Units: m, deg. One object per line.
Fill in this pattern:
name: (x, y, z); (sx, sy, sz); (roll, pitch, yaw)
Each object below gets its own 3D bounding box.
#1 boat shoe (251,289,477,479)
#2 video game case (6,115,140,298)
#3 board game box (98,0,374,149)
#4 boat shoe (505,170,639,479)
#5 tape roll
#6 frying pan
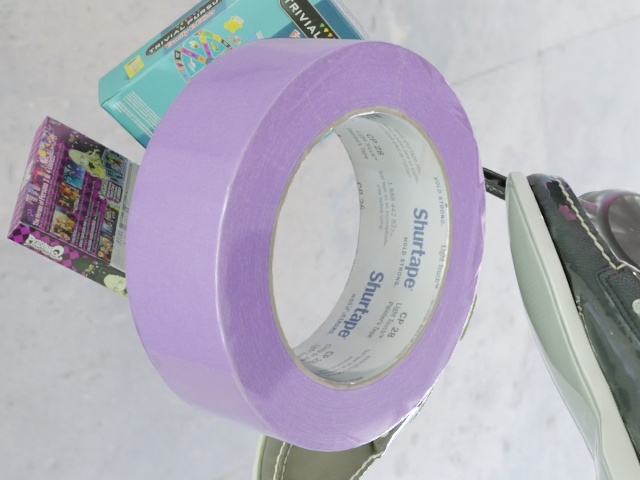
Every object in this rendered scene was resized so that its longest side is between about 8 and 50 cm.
boat shoe: (0.043, 0.128, 1.110); (0.109, 0.091, 0.305); (40, 64, -8)
video game case: (-0.299, -0.041, 1.628); (0.210, 0.042, 0.232); (29, 34, -25)
board game box: (-0.098, -0.220, 1.694); (0.254, 0.336, 0.079); (46, 16, -34)
boat shoe: (0.197, 0.079, 0.777); (0.114, 0.091, 0.302); (76, -2, -64)
tape roll: (0.000, 0.000, 0.835); (0.275, 0.090, 0.274); (-13, 107, -47)
frying pan: (0.334, -0.032, 1.449); (0.326, 0.053, 0.197); (43, 44, 7)
